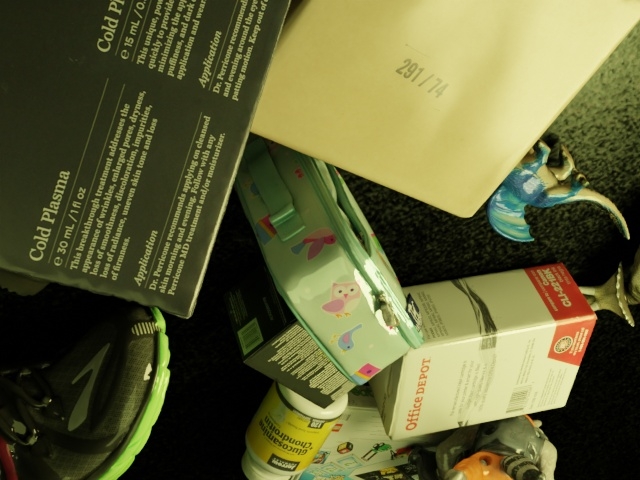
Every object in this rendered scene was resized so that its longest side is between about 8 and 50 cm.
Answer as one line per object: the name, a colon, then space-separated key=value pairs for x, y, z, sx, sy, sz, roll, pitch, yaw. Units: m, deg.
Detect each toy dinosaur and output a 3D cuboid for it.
toy dinosaur: x=0.480 y=0.015 z=1.373 sx=0.160 sy=0.121 sz=0.314 roll=-5 pitch=138 yaw=-35

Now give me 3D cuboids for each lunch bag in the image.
lunch bag: x=0.000 y=0.000 z=1.059 sx=0.107 sy=0.279 sz=0.224 roll=-30 pitch=133 yaw=2

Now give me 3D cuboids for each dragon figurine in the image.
dragon figurine: x=0.241 y=-0.058 z=1.233 sx=0.289 sy=0.085 sz=0.144 roll=30 pitch=118 yaw=-34

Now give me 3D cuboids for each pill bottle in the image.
pill bottle: x=-0.043 y=0.259 z=1.409 sx=0.103 sy=0.103 sz=0.184 roll=9 pitch=127 yaw=-28

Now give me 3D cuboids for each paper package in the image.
paper package: x=0.090 y=-0.216 z=0.974 sx=0.324 sy=0.168 sz=0.309 roll=20 pitch=122 yaw=-33

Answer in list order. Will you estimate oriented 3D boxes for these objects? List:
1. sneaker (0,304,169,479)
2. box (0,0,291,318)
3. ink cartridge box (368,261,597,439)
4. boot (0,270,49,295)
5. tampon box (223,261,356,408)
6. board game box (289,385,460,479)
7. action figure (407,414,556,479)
sneaker: x=-0.383 y=0.225 z=1.191 sx=0.482 sy=0.185 sz=0.202 roll=-33 pitch=138 yaw=9
box: x=-0.219 y=-0.151 z=0.796 sx=0.312 sy=0.179 sz=0.343 roll=18 pitch=90 yaw=-30
ink cartridge box: x=0.213 y=0.153 z=1.400 sx=0.272 sy=0.114 sz=0.197 roll=-9 pitch=134 yaw=-15
boot: x=-0.297 y=-0.096 z=0.956 sx=0.260 sy=0.131 sz=0.348 roll=-34 pitch=145 yaw=21
tampon box: x=-0.022 y=0.112 z=1.267 sx=0.101 sy=0.120 sz=0.161 roll=-38 pitch=133 yaw=15
board game box: x=0.110 y=0.310 z=1.550 sx=0.305 sy=0.053 sz=0.193 roll=10 pitch=126 yaw=-28
action figure: x=0.297 y=0.337 z=1.406 sx=0.341 sy=0.330 sz=0.179 roll=19 pitch=106 yaw=4
